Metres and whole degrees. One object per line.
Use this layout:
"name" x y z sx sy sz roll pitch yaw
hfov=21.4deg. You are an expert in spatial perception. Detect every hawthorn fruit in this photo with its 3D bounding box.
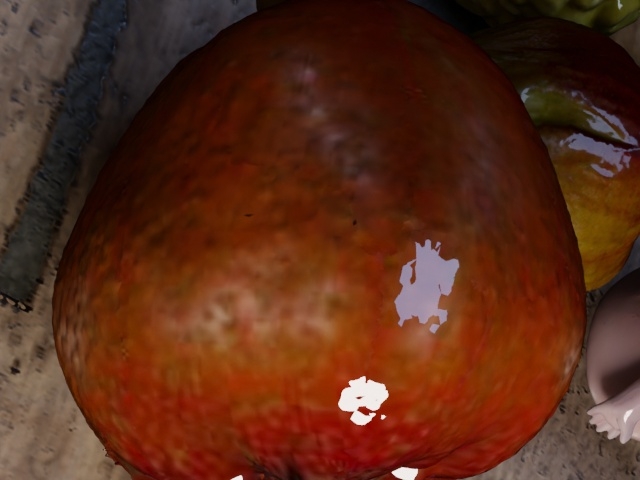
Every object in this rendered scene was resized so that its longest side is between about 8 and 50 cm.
"hawthorn fruit" 0.009 0.013 0.932 0.295 0.295 0.311 31 78 -30

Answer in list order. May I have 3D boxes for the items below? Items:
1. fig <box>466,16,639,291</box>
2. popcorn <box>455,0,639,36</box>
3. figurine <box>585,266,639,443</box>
"fig" 0.100 -0.051 1.105 0.290 0.190 0.191 -6 83 -39
"popcorn" 0.177 -0.256 1.196 0.203 0.200 0.226 -42 104 -24
"figurine" 0.283 0.057 1.162 0.186 0.287 0.176 13 51 8
